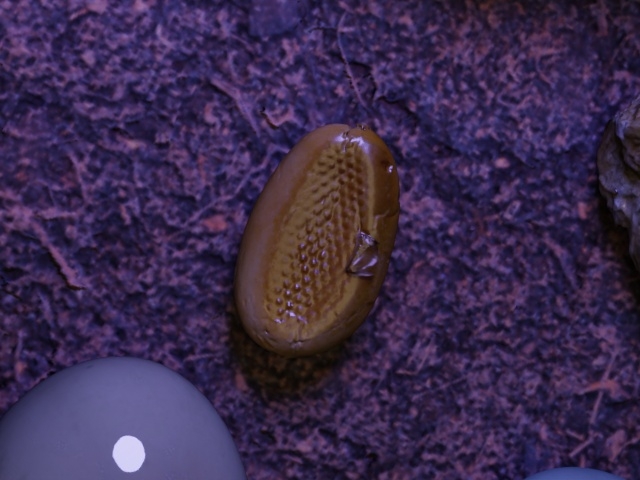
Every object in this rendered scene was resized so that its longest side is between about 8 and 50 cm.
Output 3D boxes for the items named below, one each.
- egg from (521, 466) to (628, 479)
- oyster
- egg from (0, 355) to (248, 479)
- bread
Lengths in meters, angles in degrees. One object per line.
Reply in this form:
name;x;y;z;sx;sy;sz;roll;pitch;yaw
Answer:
egg;0.222;0.278;1.432;0.168;0.168;0.231;-45;108;-5
oyster;0.296;-0.025;1.467;0.161;0.107;0.233;-42;120;-10
egg;-0.158;0.216;1.323;0.219;0.219;0.269;22;102;-13
bread;0.000;0.000;1.410;0.114;0.077;0.189;21;92;7
